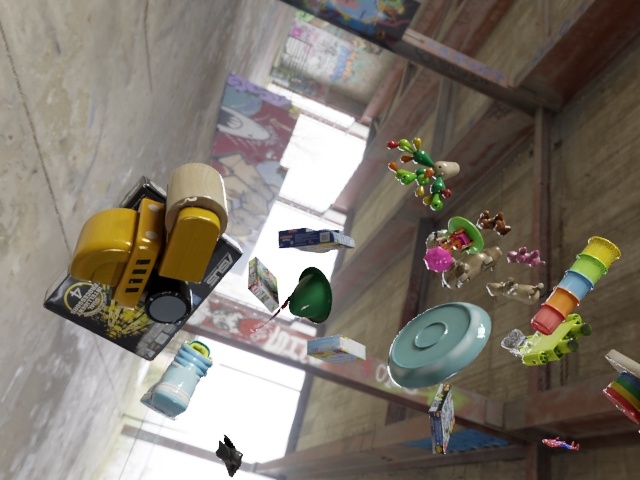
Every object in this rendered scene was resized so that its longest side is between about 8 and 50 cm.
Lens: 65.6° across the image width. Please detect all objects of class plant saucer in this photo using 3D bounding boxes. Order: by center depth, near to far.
[{"bbox_3d":[0.310,0.270,1.358,0.317,0.044,0.318,-33,-165,10],"label":"plant saucer"}]

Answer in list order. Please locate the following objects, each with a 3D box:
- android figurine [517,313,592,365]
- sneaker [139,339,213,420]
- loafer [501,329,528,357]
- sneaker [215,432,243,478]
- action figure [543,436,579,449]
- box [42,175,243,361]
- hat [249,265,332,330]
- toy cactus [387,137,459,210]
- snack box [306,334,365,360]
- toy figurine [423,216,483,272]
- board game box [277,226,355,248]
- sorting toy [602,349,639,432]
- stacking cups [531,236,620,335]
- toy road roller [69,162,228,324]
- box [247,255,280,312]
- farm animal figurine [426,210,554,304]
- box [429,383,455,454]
[{"bbox_3d":[0.794,0.347,1.711,0.248,0.056,0.273,-37,177,-22],"label":"android figurine"},{"bbox_3d":[-0.408,0.403,1.450,0.319,0.127,0.208,-34,-157,53],"label":"sneaker"},{"bbox_3d":[0.830,0.439,2.039,0.102,0.092,0.268,-45,178,2],"label":"loafer"},{"bbox_3d":[-0.294,0.684,1.575,0.051,0.089,0.170,-47,162,-48],"label":"sneaker"},{"bbox_3d":[0.765,0.649,1.588,0.038,0.115,0.030,177,-79,-80],"label":"action figure"},{"bbox_3d":[-0.448,0.082,1.284,0.395,0.318,0.097,-49,-149,2],"label":"box"},{"bbox_3d":[-0.086,0.191,1.508,0.172,0.183,0.209,20,-70,47],"label":"hat"},{"bbox_3d":[0.278,-0.181,1.261,0.219,0.180,0.112,59,-33,31],"label":"toy cactus"},{"bbox_3d":[0.070,0.473,2.135,0.174,0.207,0.070,-17,-122,32],"label":"snack box"},{"bbox_3d":[0.369,0.030,1.476,0.159,0.130,0.173,-35,180,-18],"label":"toy figurine"},{"bbox_3d":[0.000,0.000,1.539,0.194,0.194,0.060,14,72,-62],"label":"board game box"},{"bbox_3d":[0.705,0.377,0.990,0.089,0.257,0.255,-44,-171,4],"label":"sorting toy"},{"bbox_3d":[0.716,0.130,1.411,0.316,0.096,0.096,-45,-176,-10],"label":"stacking cups"},{"bbox_3d":[-0.345,-0.006,0.988,0.330,0.240,0.203,-59,-150,27],"label":"toy road roller"},{"bbox_3d":[-0.182,0.137,1.581,0.036,0.114,0.207,-38,-159,8],"label":"box"},{"bbox_3d":[0.554,0.087,1.664,0.172,0.326,0.331,60,13,-65],"label":"farm animal figurine"},{"bbox_3d":[0.264,0.382,1.073,0.137,0.027,0.094,-22,107,-65],"label":"box"}]
